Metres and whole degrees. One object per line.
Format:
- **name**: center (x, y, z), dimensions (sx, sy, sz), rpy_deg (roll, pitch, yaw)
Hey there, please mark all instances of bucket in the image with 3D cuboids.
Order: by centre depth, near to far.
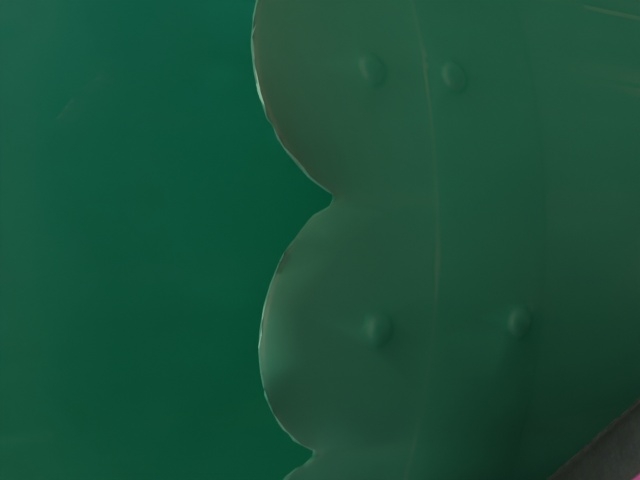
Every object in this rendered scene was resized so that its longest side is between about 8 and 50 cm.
- **bucket**: center (0.000, 0.000, 0.548), dimensions (0.281, 0.183, 0.281), rpy_deg (1, 91, 60)

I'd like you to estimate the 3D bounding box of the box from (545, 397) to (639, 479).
- **box**: center (0.114, 0.121, 0.391), dimensions (0.247, 0.142, 0.163), rpy_deg (-51, 48, 48)
